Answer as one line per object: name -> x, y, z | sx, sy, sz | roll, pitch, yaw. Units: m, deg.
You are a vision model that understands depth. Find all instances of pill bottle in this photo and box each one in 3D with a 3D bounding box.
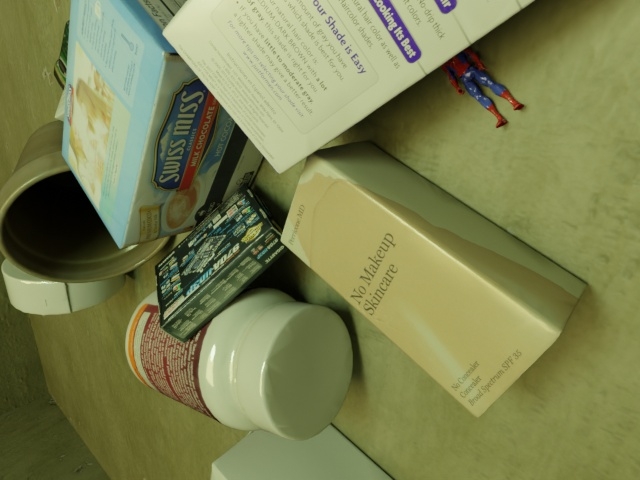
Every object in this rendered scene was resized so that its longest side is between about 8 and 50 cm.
pill bottle -> -0.152, 0.190, 0.712 | 0.392, 0.224, 0.224 | -2, 104, 43

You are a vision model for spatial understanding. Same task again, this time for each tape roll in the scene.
tape roll -> -0.697, 0.087, 1.131 | 0.286, 0.286, 0.100 | 23, 119, 35

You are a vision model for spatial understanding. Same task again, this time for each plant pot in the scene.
plant pot -> -0.526, -0.113, 0.906 | 0.280, 0.323, 0.323 | 52, 134, 32

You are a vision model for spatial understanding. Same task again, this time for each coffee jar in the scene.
coffee jar -> -0.565, -0.420, 0.967 | 0.184, 0.079, 0.096 | -27, 93, 44

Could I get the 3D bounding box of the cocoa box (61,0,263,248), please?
cocoa box -> -0.232, -0.197, 0.638 | 0.231, 0.228, 0.347 | 50, 132, 17

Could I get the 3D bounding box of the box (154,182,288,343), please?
box -> -0.164, 0.026, 0.650 | 0.220, 0.051, 0.175 | -43, 37, 2

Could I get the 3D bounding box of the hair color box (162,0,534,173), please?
hair color box -> 0.037, -0.231, 0.376 | 0.338, 0.110, 0.185 | -27, 114, 33

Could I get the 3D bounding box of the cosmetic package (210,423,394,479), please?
cosmetic package -> 0.014, 0.472, 0.671 | 0.385, 0.217, 0.156 | 30, 124, 33

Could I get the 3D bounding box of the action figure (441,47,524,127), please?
action figure -> 0.160, -0.171, 0.431 | 0.115, 0.030, 0.038 | 54, 138, 16

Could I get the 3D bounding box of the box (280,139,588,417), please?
box -> 0.110, 0.023, 0.481 | 0.311, 0.121, 0.148 | 39, 128, 26

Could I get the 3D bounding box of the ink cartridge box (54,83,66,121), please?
ink cartridge box -> -0.410, -0.326, 0.789 | 0.154, 0.093, 0.213 | -2, 74, 42
